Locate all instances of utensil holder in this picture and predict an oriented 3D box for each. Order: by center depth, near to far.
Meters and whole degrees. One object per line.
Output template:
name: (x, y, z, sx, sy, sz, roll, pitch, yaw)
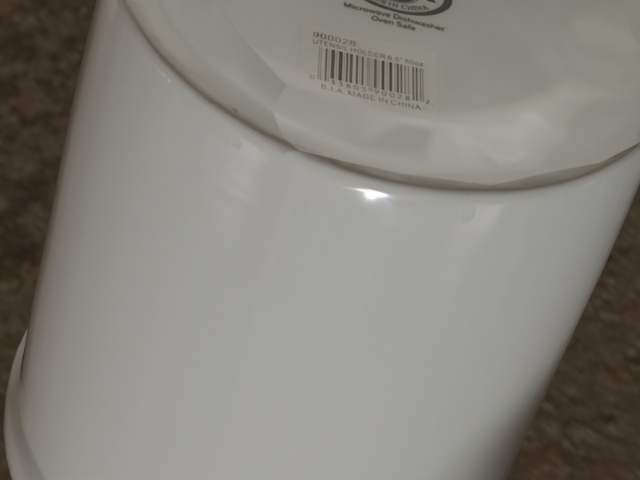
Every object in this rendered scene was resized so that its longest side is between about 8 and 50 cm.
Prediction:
utensil holder: (0.000, 0.000, 1.095, 0.385, 0.327, 0.327, 108, 146, -43)
